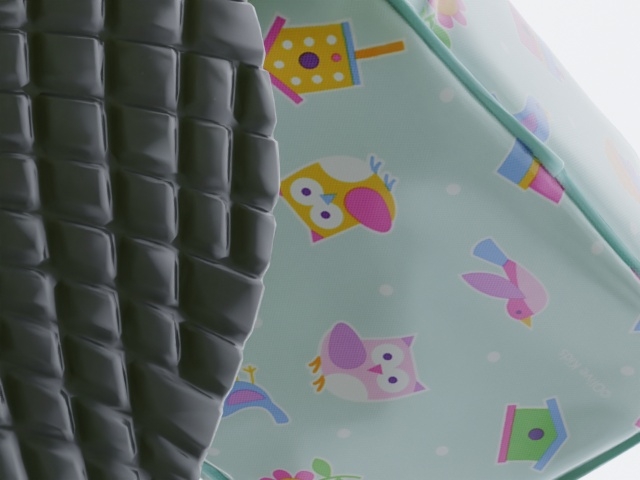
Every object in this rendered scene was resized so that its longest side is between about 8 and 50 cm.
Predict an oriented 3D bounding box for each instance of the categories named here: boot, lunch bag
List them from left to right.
[{"bbox_3d":[-0.103,0.071,0.461,0.223,0.118,0.338,150,-57,-61],"label":"boot"},{"bbox_3d":[0.000,0.000,0.686,0.224,0.279,0.108,-34,-151,24],"label":"lunch bag"}]
